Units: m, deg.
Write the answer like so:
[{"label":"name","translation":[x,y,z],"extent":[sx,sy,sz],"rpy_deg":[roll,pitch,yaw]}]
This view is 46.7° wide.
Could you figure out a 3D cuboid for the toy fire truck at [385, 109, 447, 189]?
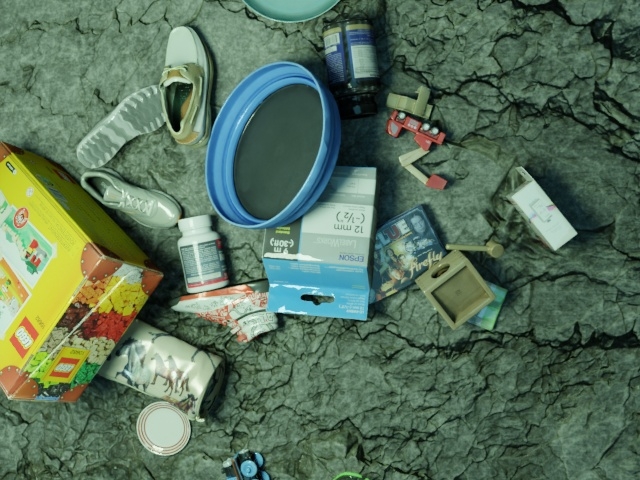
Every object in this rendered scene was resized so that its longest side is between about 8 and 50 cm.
[{"label":"toy fire truck","translation":[0.232,-0.215,1.772],"extent":[0.192,0.047,0.135],"rpy_deg":[26,98,5]}]

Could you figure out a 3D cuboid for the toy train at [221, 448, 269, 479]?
[{"label":"toy train","translation":[-0.183,0.617,1.861],"extent":[0.105,0.080,0.184],"rpy_deg":[-20,92,13]}]

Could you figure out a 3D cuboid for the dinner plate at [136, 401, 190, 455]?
[{"label":"dinner plate","translation":[-0.402,0.481,1.904],"extent":[0.141,0.017,0.141],"rpy_deg":[1,95,7]}]

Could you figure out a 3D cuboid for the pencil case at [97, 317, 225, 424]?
[{"label":"pencil case","translation":[-0.433,0.300,1.821],"extent":[0.410,0.160,0.183],"rpy_deg":[23,80,4]}]

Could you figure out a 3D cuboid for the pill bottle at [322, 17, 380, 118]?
[{"label":"pill bottle","translation":[0.076,-0.399,1.738],"extent":[0.123,0.123,0.219],"rpy_deg":[-6,94,7]}]

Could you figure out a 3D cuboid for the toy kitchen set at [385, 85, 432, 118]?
[{"label":"toy kitchen set","translation":[0.217,-0.339,1.774],"extent":[0.083,0.075,0.068],"rpy_deg":[12,101,-35]}]

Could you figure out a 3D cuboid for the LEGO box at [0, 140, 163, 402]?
[{"label":"LEGO box","translation":[-0.655,0.066,1.709],"extent":[0.500,0.193,0.372],"rpy_deg":[41,98,31]}]

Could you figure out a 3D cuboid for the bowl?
[{"label":"bowl","translation":[-0.110,-0.211,1.690],"extent":[0.391,0.077,0.391],"rpy_deg":[-14,69,40]}]

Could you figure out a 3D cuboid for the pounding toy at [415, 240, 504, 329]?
[{"label":"pounding toy","translation":[0.328,0.068,1.723],"extent":[0.206,0.094,0.181],"rpy_deg":[-38,108,4]}]

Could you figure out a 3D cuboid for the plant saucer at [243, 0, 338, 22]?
[{"label":"plant saucer","translation":[-0.067,-0.679,1.775],"extent":[0.318,0.044,0.317],"rpy_deg":[0,94,6]}]

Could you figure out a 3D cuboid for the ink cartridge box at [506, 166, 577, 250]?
[{"label":"ink cartridge box","translation":[0.497,-0.076,1.718],"extent":[0.067,0.115,0.198],"rpy_deg":[-38,88,8]}]

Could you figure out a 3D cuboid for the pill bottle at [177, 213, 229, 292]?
[{"label":"pill bottle","translation":[-0.291,0.031,1.815],"extent":[0.108,0.108,0.180],"rpy_deg":[-11,93,7]}]

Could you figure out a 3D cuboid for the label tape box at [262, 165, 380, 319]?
[{"label":"label tape box","translation":[0.000,0.000,1.737],"extent":[0.249,0.115,0.347],"rpy_deg":[4,79,10]}]

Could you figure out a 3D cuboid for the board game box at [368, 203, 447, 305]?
[{"label":"board game box","translation":[0.172,0.038,1.798],"extent":[0.243,0.042,0.165],"rpy_deg":[-28,90,7]}]

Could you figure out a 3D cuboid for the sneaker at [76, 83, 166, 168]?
[{"label":"sneaker","translation":[-0.485,-0.295,1.818],"extent":[0.281,0.115,0.105],"rpy_deg":[-36,121,-10]}]

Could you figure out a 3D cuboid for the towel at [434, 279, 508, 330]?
[{"label":"towel","translation":[0.363,0.142,1.794],"extent":[0.152,0.023,0.113],"rpy_deg":[21,97,4]}]

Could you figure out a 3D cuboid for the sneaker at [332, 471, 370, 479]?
[{"label":"sneaker","translation":[0.026,0.791,1.785],"extent":[0.185,0.202,0.482],"rpy_deg":[21,96,4]}]

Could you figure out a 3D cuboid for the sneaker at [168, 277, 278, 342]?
[{"label":"sneaker","translation":[-0.236,0.186,1.829],"extent":[0.270,0.090,0.145],"rpy_deg":[-11,92,6]}]

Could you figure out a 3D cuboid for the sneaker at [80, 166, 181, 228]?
[{"label":"sneaker","translation":[-0.472,-0.097,1.820],"extent":[0.262,0.121,0.099],"rpy_deg":[23,97,4]}]

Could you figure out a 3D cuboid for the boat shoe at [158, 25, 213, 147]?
[{"label":"boat shoe","translation":[-0.324,-0.378,1.773],"extent":[0.113,0.103,0.302],"rpy_deg":[-12,81,18]}]
